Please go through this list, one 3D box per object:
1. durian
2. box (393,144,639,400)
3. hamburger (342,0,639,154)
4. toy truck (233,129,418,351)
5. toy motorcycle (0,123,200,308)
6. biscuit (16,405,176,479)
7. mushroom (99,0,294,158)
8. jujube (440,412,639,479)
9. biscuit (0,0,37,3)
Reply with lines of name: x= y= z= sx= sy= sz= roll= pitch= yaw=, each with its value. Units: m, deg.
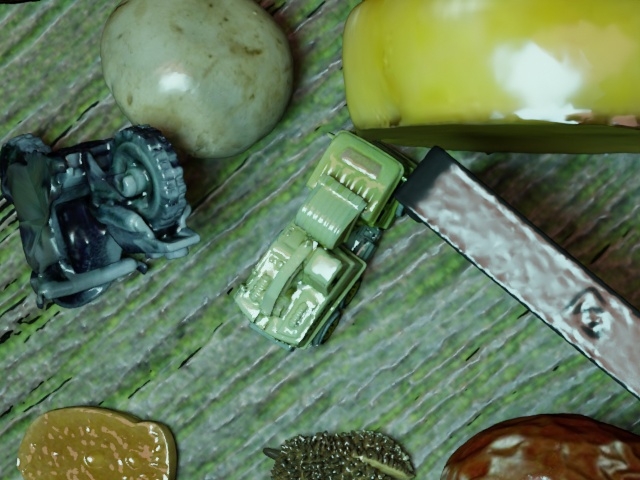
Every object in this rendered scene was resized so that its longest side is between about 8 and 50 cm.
durian: x=0.006 y=0.202 z=1.482 sx=0.140 sy=0.071 sz=0.110 roll=21 pitch=91 yaw=18
box: x=0.214 y=0.063 z=1.372 sx=0.350 sy=0.211 sz=0.058 roll=39 pitch=93 yaw=12
hamburger: x=0.193 y=-0.206 z=1.316 sx=0.395 sy=0.396 sz=0.277 roll=3 pitch=89 yaw=12
toy truck: x=0.000 y=0.000 z=1.470 sx=0.085 sy=0.116 sz=0.191 roll=33 pitch=94 yaw=11
toy motorcycle: x=-0.185 y=-0.016 z=1.477 sx=0.270 sy=0.106 sz=0.159 roll=4 pitch=110 yaw=53
biscuit: x=-0.196 y=0.202 z=1.547 sx=0.140 sy=0.023 sz=0.118 roll=15 pitch=90 yaw=12
mushroom: x=-0.104 y=-0.141 z=1.487 sx=0.166 sy=0.166 sz=0.127 roll=39 pitch=134 yaw=12
jujube: x=0.215 y=0.228 z=1.381 sx=0.255 sy=0.190 sz=0.190 roll=4 pitch=87 yaw=0
biscuit: x=-0.302 y=-0.264 z=1.575 sx=0.252 sy=0.070 sz=0.106 roll=-4 pitch=86 yaw=12
